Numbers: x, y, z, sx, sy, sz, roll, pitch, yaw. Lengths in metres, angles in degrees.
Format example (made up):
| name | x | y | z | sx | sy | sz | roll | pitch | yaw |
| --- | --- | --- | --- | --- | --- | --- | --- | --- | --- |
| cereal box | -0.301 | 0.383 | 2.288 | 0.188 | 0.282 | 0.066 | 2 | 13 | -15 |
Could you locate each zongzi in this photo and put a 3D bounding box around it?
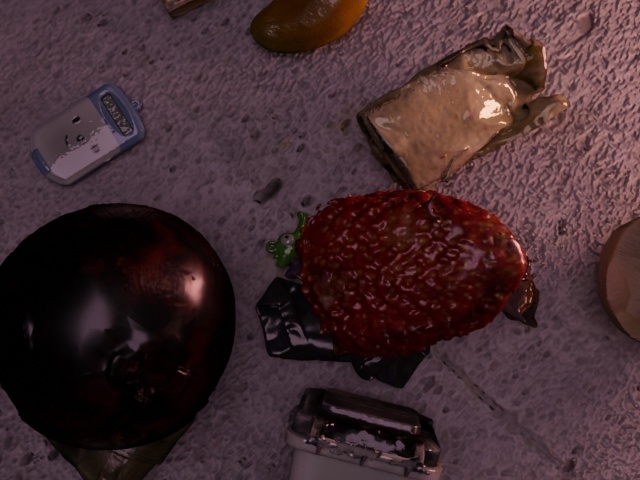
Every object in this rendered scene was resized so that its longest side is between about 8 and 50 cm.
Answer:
| name | x | y | z | sx | sy | sz | roll | pitch | yaw |
| --- | --- | --- | --- | --- | --- | --- | --- | --- | --- |
| zongzi | -0.349 | 0.286 | 1.685 | 0.242 | 0.112 | 0.221 | 42 | 84 | 12 |

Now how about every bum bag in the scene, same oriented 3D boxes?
| name | x | y | z | sx | sy | sz | roll | pitch | yaw |
| --- | --- | --- | --- | --- | --- | --- | --- | --- | --- |
| bum bag | 0.038 | 0.158 | 1.703 | 0.310 | 0.074 | 0.137 | 14 | 74 | -4 |

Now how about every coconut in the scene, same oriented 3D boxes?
| name | x | y | z | sx | sy | sz | roll | pitch | yaw |
| --- | --- | --- | --- | --- | --- | --- | --- | --- | --- |
| coconut | 0.570 | 0.063 | 1.612 | 0.237 | 0.266 | 0.237 | 0 | 94 | 3 |

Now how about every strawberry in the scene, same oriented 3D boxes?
| name | x | y | z | sx | sy | sz | roll | pitch | yaw |
| --- | --- | --- | --- | --- | --- | --- | --- | --- | --- |
| strawberry | 0.132 | 0.026 | 1.553 | 0.343 | 0.292 | 0.292 | -31 | 84 | 42 |

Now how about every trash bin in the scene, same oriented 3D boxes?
| name | x | y | z | sx | sy | sz | roll | pitch | yaw |
| --- | --- | --- | --- | --- | --- | --- | --- | --- | --- |
| trash bin | 0.037 | 0.441 | 1.586 | 0.256 | 0.296 | 0.367 | 14 | 92 | 1 |

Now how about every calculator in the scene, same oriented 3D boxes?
| name | x | y | z | sx | sy | sz | roll | pitch | yaw |
| --- | --- | --- | --- | --- | --- | --- | --- | --- | --- |
| calculator | -0.403 | -0.185 | 1.753 | 0.210 | 0.039 | 0.121 | -32 | 87 | -3 |

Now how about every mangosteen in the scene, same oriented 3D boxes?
| name | x | y | z | sx | sy | sz | roll | pitch | yaw |
| --- | --- | --- | --- | --- | --- | --- | --- | --- | --- |
| mangosteen | -0.343 | 0.126 | 1.536 | 0.421 | 0.381 | 0.381 | 9 | 85 | 32 |

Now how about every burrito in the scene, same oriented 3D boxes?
| name | x | y | z | sx | sy | sz | roll | pitch | yaw |
| --- | --- | --- | --- | --- | --- | --- | --- | --- | --- |
| burrito | 0.238 | -0.217 | 1.702 | 0.332 | 0.135 | 0.190 | -32 | 95 | -5 |

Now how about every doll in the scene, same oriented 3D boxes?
| name | x | y | z | sx | sy | sz | roll | pitch | yaw |
| --- | --- | --- | --- | --- | --- | --- | --- | --- | --- |
| doll | 0.000 | 0.000 | 1.732 | 0.190 | 0.050 | 0.115 | -11 | 79 | -4 |

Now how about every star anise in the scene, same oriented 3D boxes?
| name | x | y | z | sx | sy | sz | roll | pitch | yaw |
| --- | --- | --- | --- | --- | --- | --- | --- | --- | --- |
| star anise | 0.253 | 0.056 | 1.706 | 0.227 | 0.148 | 0.218 | 4 | 121 | 27 |

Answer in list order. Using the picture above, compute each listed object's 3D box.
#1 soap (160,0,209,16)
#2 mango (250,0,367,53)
| name | x | y | z | sx | sy | sz | roll | pitch | yaw |
| --- | --- | --- | --- | --- | --- | --- | --- | --- | --- |
| soap | -0.184 | -0.516 | 1.756 | 0.257 | 0.080 | 0.160 | -26 | 87 | -2 |
| mango | -0.014 | -0.401 | 1.739 | 0.227 | 0.099 | 0.136 | -33 | 90 | 6 |
